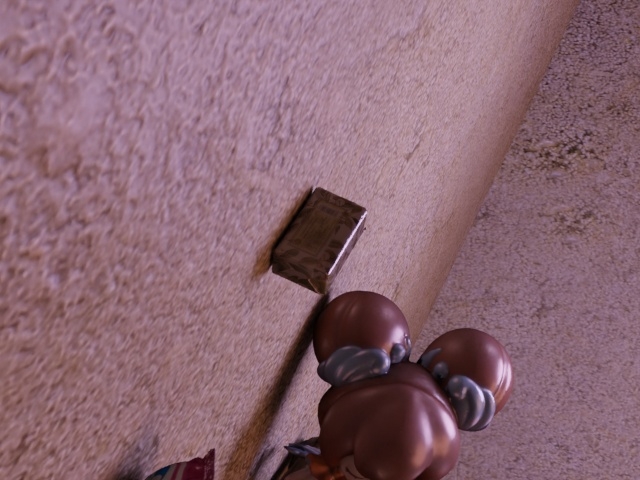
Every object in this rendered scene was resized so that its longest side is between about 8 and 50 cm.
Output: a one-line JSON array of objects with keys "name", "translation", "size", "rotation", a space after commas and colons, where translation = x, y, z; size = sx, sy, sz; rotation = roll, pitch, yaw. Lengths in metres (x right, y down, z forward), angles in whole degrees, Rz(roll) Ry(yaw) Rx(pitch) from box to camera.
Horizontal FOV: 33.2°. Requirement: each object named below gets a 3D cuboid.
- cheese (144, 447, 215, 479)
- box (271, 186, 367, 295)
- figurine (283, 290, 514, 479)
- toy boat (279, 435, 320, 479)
[{"name": "cheese", "translation": [-0.155, 0.276, 0.904], "size": [0.244, 0.062, 0.155], "rotation": [-55, -167, 16]}, {"name": "box", "translation": [0.000, 0.000, 1.046], "size": [0.098, 0.062, 0.045], "rotation": [-56, 164, -33]}, {"name": "figurine", "translation": [0.072, 0.282, 1.444], "size": [0.248, 0.277, 0.388], "rotation": [-86, -162, -50]}, {"name": "toy boat", "translation": [-0.062, 0.455, 1.619], "size": [0.445, 0.136, 0.162], "rotation": [-44, 159, -50]}]
